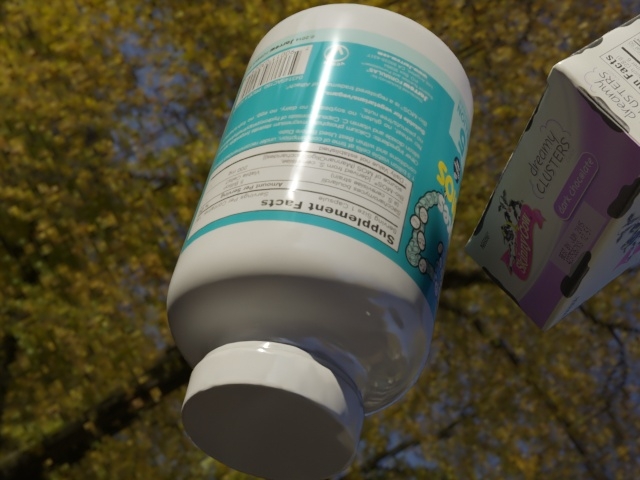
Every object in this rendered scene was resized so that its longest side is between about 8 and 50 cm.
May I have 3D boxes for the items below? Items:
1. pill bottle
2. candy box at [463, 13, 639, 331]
[{"bbox_3d":[0.000,0.000,0.733,0.146,0.264,0.146,9,-38,8],"label":"pill bottle"},{"bbox_3d":[0.187,-0.060,0.698,0.070,0.196,0.165,48,-29,19],"label":"candy box"}]
